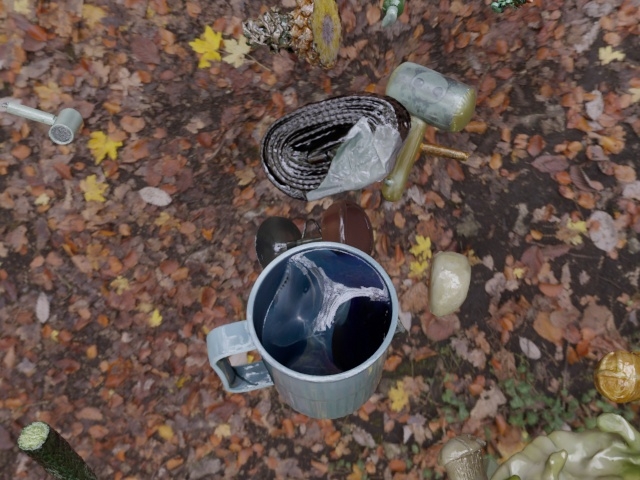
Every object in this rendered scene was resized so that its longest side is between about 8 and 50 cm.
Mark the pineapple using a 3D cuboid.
[{"bbox_3d":[-0.101,-0.634,1.713,0.271,0.262,0.263,2,106,23],"label":"pineapple"}]

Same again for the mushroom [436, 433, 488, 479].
[{"bbox_3d":[0.229,0.398,0.870,0.081,0.092,0.223,-14,107,6],"label":"mushroom"}]

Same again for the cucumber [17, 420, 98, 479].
[{"bbox_3d":[-0.542,0.474,1.217,0.067,0.068,0.294,-2,137,6],"label":"cucumber"}]

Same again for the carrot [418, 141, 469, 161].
[{"bbox_3d":[0.384,-0.279,1.811,0.170,0.042,0.042,16,107,17],"label":"carrot"}]

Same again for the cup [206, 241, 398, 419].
[{"bbox_3d":[-0.017,0.212,1.102,0.331,0.311,0.257,-39,65,-18],"label":"cup"}]

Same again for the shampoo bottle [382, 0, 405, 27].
[{"bbox_3d":[0.206,-0.669,1.600,0.065,0.205,0.065,8,141,7],"label":"shampoo bottle"}]

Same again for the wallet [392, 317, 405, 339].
[{"bbox_3d":[0.099,0.214,1.536,0.245,0.052,0.169,-29,95,43],"label":"wallet"}]

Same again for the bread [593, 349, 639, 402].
[{"bbox_3d":[0.336,0.140,0.599,0.157,0.044,0.052,10,99,-39],"label":"bread"}]

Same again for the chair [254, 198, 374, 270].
[{"bbox_3d":[0.000,0.000,1.800,0.401,0.226,0.227,-11,107,46],"label":"chair"}]

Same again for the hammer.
[{"bbox_3d":[0.206,-0.230,1.298,0.202,0.113,0.305,30,109,23],"label":"hammer"}]

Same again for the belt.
[{"bbox_3d":[0.027,-0.182,1.095,0.289,0.164,0.184,-15,101,22],"label":"belt"}]

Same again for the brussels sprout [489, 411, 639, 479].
[{"bbox_3d":[0.322,0.370,0.549,0.275,0.371,0.315,-28,122,-4],"label":"brussels sprout"}]

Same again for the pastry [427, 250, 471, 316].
[{"bbox_3d":[0.294,0.099,1.329,0.092,0.156,0.156,11,106,12],"label":"pastry"}]

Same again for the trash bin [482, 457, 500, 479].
[{"bbox_3d":[0.346,0.515,1.219,0.043,0.092,0.061,41,132,-3],"label":"trash bin"}]

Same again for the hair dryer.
[{"bbox_3d":[-0.444,-0.194,0.901,0.124,0.063,0.038,17,122,-18],"label":"hair dryer"}]

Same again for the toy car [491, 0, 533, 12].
[{"bbox_3d":[0.512,-0.643,1.515,0.054,0.143,0.073,26,92,-16],"label":"toy car"}]
